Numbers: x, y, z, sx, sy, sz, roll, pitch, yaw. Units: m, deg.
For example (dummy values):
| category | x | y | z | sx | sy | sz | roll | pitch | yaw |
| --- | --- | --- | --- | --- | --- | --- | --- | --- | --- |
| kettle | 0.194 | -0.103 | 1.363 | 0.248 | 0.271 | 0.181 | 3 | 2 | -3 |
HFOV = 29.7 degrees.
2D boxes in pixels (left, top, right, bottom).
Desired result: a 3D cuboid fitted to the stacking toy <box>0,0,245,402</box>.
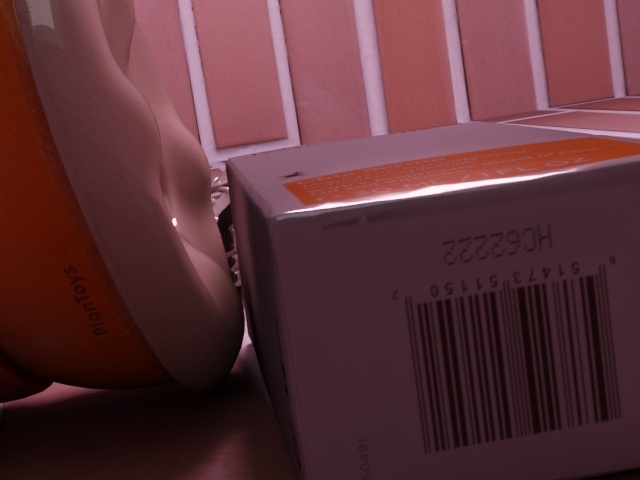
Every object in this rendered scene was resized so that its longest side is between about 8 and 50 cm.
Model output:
| category | x | y | z | sx | sy | sz | roll | pitch | yaw |
| --- | --- | --- | --- | --- | --- | --- | --- | --- | --- |
| stacking toy | -0.323 | 0.008 | 0.872 | 0.480 | 0.350 | 0.350 | -20 | 9 | 1 |

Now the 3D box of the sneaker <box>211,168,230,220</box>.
| category | x | y | z | sx | sy | sz | roll | pitch | yaw |
| --- | --- | --- | --- | --- | --- | --- | --- | --- | --- |
| sneaker | -0.118 | -0.027 | 1.403 | 0.099 | 0.121 | 0.262 | -2 | 11 | 41 |

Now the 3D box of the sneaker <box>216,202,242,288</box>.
| category | x | y | z | sx | sy | sz | roll | pitch | yaw |
| --- | --- | --- | --- | --- | --- | --- | --- | --- | --- |
| sneaker | 0.000 | 0.000 | 1.245 | 0.279 | 0.107 | 0.118 | -18 | -33 | 30 |

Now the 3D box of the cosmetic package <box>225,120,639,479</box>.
| category | x | y | z | sx | sy | sz | roll | pitch | yaw |
| --- | --- | --- | --- | --- | --- | --- | --- | --- | --- |
| cosmetic package | 0.067 | 0.019 | 0.800 | 0.230 | 0.161 | 0.453 | -9 | 8 | -7 |

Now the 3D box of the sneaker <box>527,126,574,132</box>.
| category | x | y | z | sx | sy | sz | roll | pitch | yaw |
| --- | --- | --- | --- | --- | --- | --- | --- | --- | --- |
| sneaker | 0.256 | -0.057 | 1.219 | 0.297 | 0.129 | 0.111 | -11 | 8 | -24 |
